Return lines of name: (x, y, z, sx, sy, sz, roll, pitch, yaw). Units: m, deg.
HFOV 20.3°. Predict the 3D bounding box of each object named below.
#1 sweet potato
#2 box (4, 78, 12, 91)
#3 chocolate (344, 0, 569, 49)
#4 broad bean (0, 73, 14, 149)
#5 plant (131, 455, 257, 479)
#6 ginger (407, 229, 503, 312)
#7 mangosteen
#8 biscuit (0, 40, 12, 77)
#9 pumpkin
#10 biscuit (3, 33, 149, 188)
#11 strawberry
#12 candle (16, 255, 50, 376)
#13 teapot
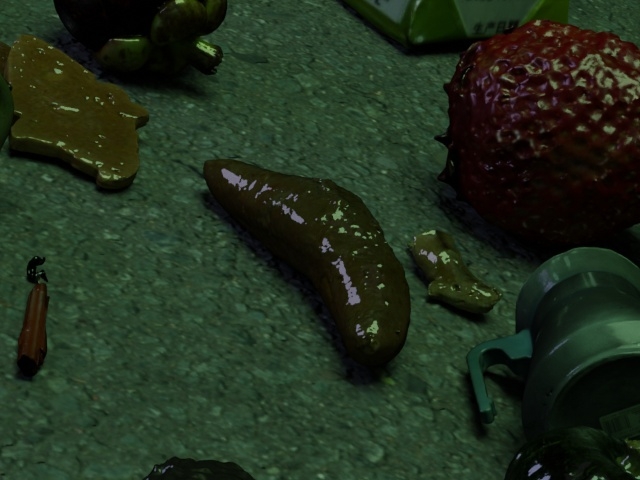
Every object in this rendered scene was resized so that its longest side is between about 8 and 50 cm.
sweet potato: (0.004, 0.000, 1.690, 0.114, 0.092, 0.341, -18, 41, -23)
box: (-0.439, -0.180, 1.780, 0.159, 0.071, 0.240, -8, 38, -41)
chocolate: (0.154, -0.381, 2.400, 0.288, 0.137, 0.301, -6, 37, -38)
broad bean: (-0.370, -0.080, 1.567, 0.189, 0.121, 0.263, 40, 35, -12)
plant: (-0.043, 0.260, 1.143, 0.149, 0.146, 0.274, 1, 33, -33)
ginger: (0.125, 0.028, 1.763, 0.057, 0.044, 0.137, 19, 24, -39)
mangosteen: (-0.188, -0.270, 1.979, 0.217, 0.192, 0.192, 51, 38, 14)
biscuit: (-0.353, -0.188, 1.895, 0.130, 0.019, 0.119, 10, 29, -14)
pumpkin: (0.221, 0.215, 1.398, 0.167, 0.125, 0.167, 10, 34, -7)
biscuit: (-0.257, -0.131, 1.822, 0.162, 0.035, 0.250, -3, 43, -35)
strawberry: (0.283, -0.112, 1.882, 0.288, 0.239, 0.250, 10, 28, 43)
candle: (-0.242, 0.063, 1.514, 0.026, 0.021, 0.167, 37, 20, -22)
teapot: (0.235, 0.113, 1.573, 0.203, 0.171, 0.225, -15, 23, 4)
